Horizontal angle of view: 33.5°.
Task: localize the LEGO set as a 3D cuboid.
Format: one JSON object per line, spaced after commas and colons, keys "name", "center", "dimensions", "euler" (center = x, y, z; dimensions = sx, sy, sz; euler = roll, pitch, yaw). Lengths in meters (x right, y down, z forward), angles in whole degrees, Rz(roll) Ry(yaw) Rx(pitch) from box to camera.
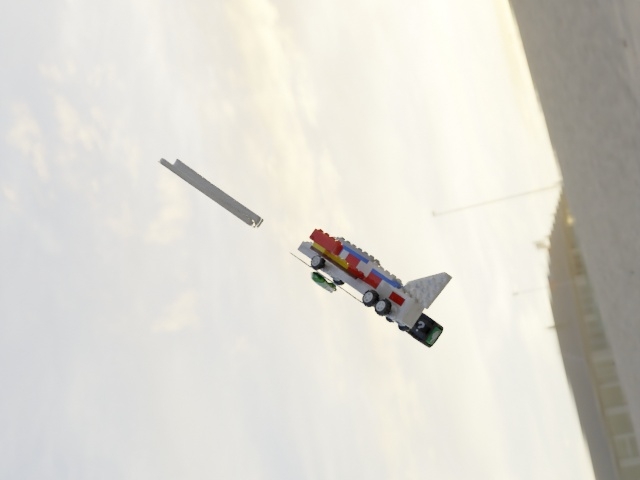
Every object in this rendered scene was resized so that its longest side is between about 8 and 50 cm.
{"name": "LEGO set", "center": [0.000, 0.000, 0.796], "dimensions": [0.244, 0.060, 0.182], "euler": [35, 179, -1]}
